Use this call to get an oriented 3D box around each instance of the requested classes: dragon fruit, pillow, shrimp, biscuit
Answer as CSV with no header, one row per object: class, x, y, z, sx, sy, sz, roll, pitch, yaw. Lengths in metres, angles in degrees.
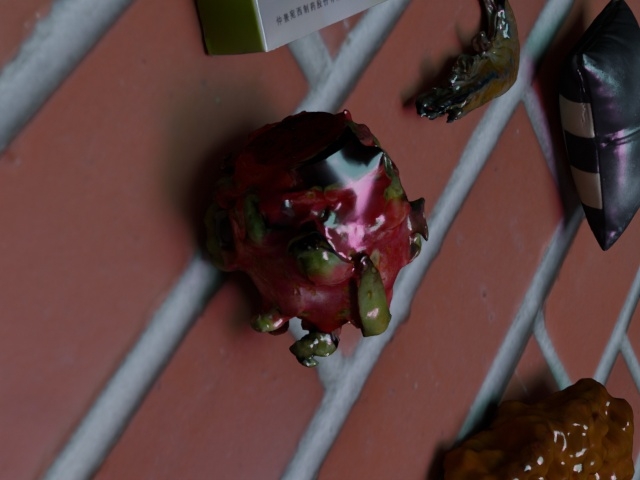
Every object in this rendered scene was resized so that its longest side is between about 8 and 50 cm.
dragon fruit,0.000,0.000,0.840,0.166,0.160,0.172,-72,147,-56
pillow,0.341,-0.134,1.306,0.186,0.106,0.249,-50,133,-47
shrimp,0.146,-0.198,1.093,0.219,0.046,0.152,-43,126,-47
biscuit,0.242,0.325,1.215,0.318,0.111,0.312,-17,107,-51

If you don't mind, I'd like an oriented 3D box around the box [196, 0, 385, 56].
box,-0.004,-0.263,0.881,0.260,0.062,0.175,-33,119,-45
